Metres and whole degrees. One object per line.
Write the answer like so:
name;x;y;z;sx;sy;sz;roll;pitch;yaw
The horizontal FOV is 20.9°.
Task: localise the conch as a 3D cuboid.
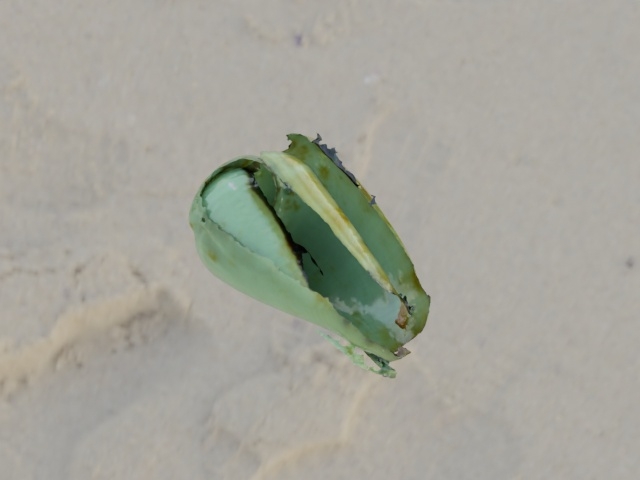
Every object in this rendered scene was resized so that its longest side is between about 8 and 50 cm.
conch;0.000;0.000;0.998;0.170;0.106;0.079;35;20;24
